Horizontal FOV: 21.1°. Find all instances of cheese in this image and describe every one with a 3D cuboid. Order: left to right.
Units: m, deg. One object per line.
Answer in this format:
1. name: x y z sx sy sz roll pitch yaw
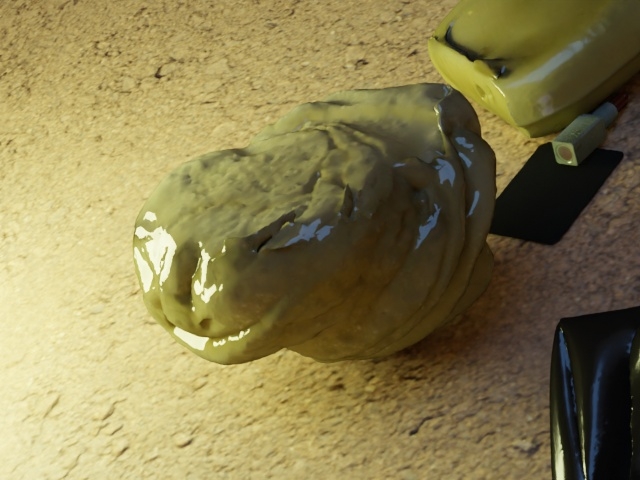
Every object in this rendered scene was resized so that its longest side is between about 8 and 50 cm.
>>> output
1. cheese: 0.296 -0.259 2.014 0.316 0.128 0.259 -39 44 -8

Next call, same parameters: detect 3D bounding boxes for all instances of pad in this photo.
1. pad: 0.249 -0.054 1.871 0.112 0.003 0.157 12 49 41

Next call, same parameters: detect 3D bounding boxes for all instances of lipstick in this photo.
1. lipstick: 0.307 -0.130 1.909 0.030 0.030 0.129 12 42 43

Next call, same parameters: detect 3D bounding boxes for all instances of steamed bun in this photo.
1. steamed bun: 0.005 0.000 1.753 0.372 0.230 0.325 -31 34 -12

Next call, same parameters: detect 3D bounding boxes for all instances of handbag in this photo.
1. handbag: 0.331 0.159 1.455 0.285 0.113 0.257 -9 45 22
